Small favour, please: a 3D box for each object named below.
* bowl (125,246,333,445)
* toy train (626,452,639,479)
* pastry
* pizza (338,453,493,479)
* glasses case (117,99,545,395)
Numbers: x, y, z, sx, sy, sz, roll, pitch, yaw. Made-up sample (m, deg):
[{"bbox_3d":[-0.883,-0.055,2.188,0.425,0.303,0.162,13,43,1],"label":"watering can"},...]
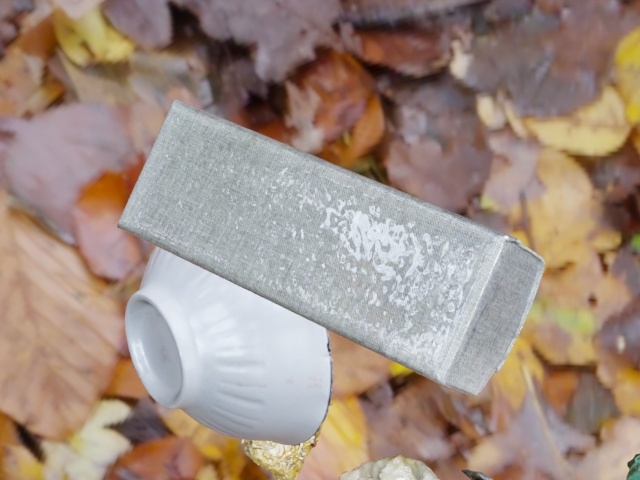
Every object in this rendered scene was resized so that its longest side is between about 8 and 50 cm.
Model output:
[{"bbox_3d":[-0.078,0.065,1.125,0.086,0.189,0.189,-18,71,-29],"label":"bowl"},{"bbox_3d":[0.353,0.357,1.789,0.301,0.202,0.120,-40,28,22],"label":"toy train"},{"bbox_3d":[-0.035,0.213,1.928,0.080,0.056,0.140,32,59,1],"label":"pastry"},{"bbox_3d":[0.081,0.145,0.519,0.069,0.194,0.154,-42,106,-21],"label":"pizza"},{"bbox_3d":[0.000,0.000,0.753,0.205,0.047,0.071,24,89,36],"label":"glasses case"}]
